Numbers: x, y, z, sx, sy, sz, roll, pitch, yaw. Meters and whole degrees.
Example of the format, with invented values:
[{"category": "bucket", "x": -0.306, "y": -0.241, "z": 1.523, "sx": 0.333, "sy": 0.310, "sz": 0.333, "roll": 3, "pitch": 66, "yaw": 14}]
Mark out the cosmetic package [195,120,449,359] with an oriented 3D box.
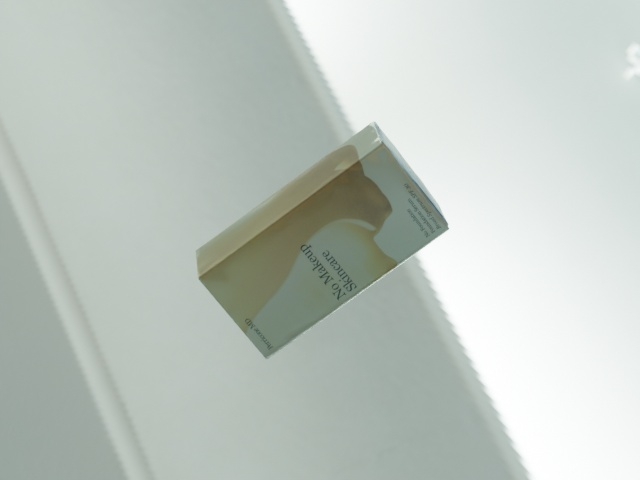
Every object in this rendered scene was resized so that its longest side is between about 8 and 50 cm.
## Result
[{"category": "cosmetic package", "x": 0.000, "y": 0.000, "z": 0.852, "sx": 0.060, "sy": 0.115, "sz": 0.041, "roll": 50, "pitch": -171, "yaw": -19}]
